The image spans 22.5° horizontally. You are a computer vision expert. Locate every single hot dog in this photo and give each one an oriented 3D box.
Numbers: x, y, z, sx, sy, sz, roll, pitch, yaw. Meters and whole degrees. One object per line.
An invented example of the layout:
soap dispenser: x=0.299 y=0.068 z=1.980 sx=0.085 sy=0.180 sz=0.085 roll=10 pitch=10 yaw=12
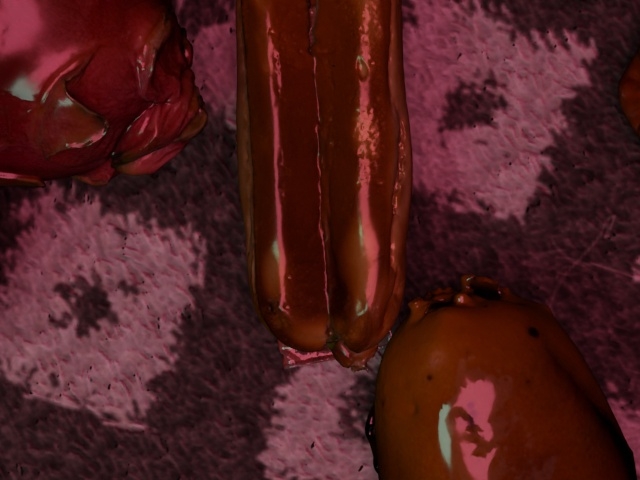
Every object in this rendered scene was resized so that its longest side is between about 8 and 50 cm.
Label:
hot dog: x=0.004 y=-0.065 z=1.237 sx=0.135 sy=0.100 sz=0.337 roll=-3 pitch=90 yaw=8

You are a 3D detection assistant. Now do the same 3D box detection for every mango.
mango: x=0.140 y=0.171 z=1.247 sx=0.201 sy=0.152 sz=0.287 roll=-22 pitch=96 yaw=-11

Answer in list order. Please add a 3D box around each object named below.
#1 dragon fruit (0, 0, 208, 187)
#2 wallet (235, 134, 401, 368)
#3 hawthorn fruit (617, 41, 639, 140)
dragon fruit: x=-0.236 y=-0.164 z=1.177 sx=0.250 sy=0.250 sz=0.315 roll=-34 pitch=101 yaw=1
wallet: x=0.000 y=0.000 z=1.297 sx=0.103 sy=0.020 sz=0.196 roll=-12 pitch=93 yaw=-3
hawthorn fruit: x=0.304 y=-0.118 z=1.250 sx=0.140 sy=0.125 sz=0.125 roll=1 pitch=93 yaw=0
